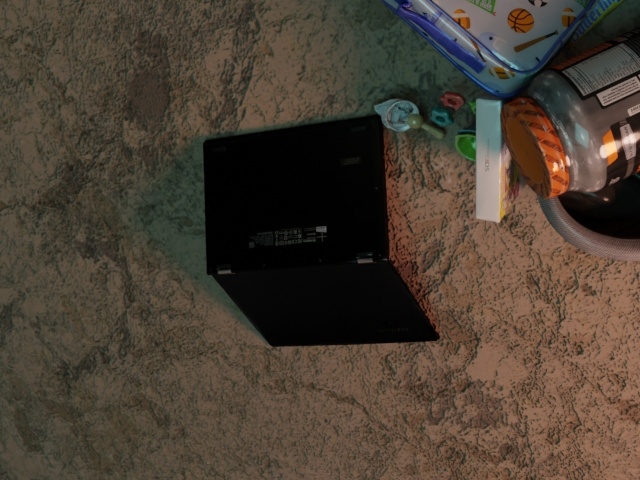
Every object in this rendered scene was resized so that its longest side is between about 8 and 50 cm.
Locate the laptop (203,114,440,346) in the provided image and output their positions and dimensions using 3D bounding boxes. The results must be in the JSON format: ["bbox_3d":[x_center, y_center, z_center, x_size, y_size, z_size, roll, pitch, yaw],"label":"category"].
[{"bbox_3d":[0.000,0.000,2.076,0.382,0.236,0.407,-5,85,28],"label":"laptop"}]

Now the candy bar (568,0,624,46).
[{"bbox_3d":[0.434,-0.360,1.671,0.040,0.018,0.161,47,125,-3],"label":"candy bar"}]

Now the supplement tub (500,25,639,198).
[{"bbox_3d":[0.434,-0.192,1.569,0.316,0.193,0.193,-25,106,-4],"label":"supplement tub"}]

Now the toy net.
[{"bbox_3d":[0.185,-0.202,1.826,0.232,0.045,0.122,14,151,27],"label":"toy net"}]

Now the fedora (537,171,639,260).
[{"bbox_3d":[0.467,-0.081,1.711,0.276,0.124,0.243,2,80,-1],"label":"fedora"}]

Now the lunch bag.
[{"bbox_3d":[0.237,-0.373,1.621,0.303,0.243,0.115,41,162,3],"label":"lunch bag"}]

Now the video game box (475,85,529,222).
[{"bbox_3d":[0.297,-0.159,1.741,0.048,0.187,0.205,8,118,22],"label":"video game box"}]
